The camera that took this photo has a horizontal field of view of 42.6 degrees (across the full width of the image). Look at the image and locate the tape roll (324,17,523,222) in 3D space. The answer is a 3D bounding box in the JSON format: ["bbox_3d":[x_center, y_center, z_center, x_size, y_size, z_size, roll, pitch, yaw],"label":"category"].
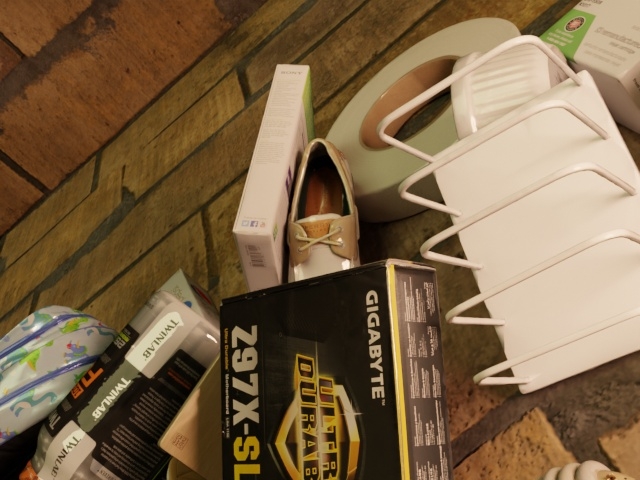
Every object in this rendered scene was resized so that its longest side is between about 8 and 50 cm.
[{"bbox_3d":[0.164,-0.195,1.303,0.392,0.072,0.392,-33,29,21],"label":"tape roll"}]

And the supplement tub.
[{"bbox_3d":[-0.251,0.243,1.138,0.316,0.193,0.193,-51,28,-12],"label":"supplement tub"}]

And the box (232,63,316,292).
[{"bbox_3d":[-0.058,-0.072,1.236,0.058,0.232,0.322,6,55,9],"label":"box"}]

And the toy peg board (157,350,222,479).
[{"bbox_3d":[-0.097,0.225,1.010,0.161,0.160,0.079,-56,14,-21],"label":"toy peg board"}]

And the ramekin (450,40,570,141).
[{"bbox_3d":[0.247,-0.138,0.981,0.109,0.207,0.207,-15,39,30],"label":"ramekin"}]

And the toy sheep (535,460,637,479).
[{"bbox_3d":[0.206,0.228,0.666,0.132,0.091,0.091,-36,29,28],"label":"toy sheep"}]

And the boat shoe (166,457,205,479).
[{"bbox_3d":[-0.149,0.363,0.956,0.277,0.098,0.096,-105,30,-70],"label":"boat shoe"}]

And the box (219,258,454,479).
[{"bbox_3d":[0.006,0.199,0.817,0.257,0.079,0.322,-16,71,45],"label":"box"}]

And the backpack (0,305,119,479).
[{"bbox_3d":[-0.459,0.270,1.300,0.355,0.290,0.273,-24,65,17],"label":"backpack"}]

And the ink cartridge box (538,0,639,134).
[{"bbox_3d":[0.437,-0.274,0.991,0.278,0.117,0.201,-41,28,6],"label":"ink cartridge box"}]

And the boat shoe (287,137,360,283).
[{"bbox_3d":[0.000,0.000,1.128,0.113,0.103,0.302,-9,61,8],"label":"boat shoe"}]

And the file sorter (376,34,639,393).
[{"bbox_3d":[0.198,-0.017,0.774,0.193,0.173,0.278,-29,68,28],"label":"file sorter"}]

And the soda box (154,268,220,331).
[{"bbox_3d":[-0.215,0.129,1.370,0.069,0.074,0.216,-44,28,1],"label":"soda box"}]
